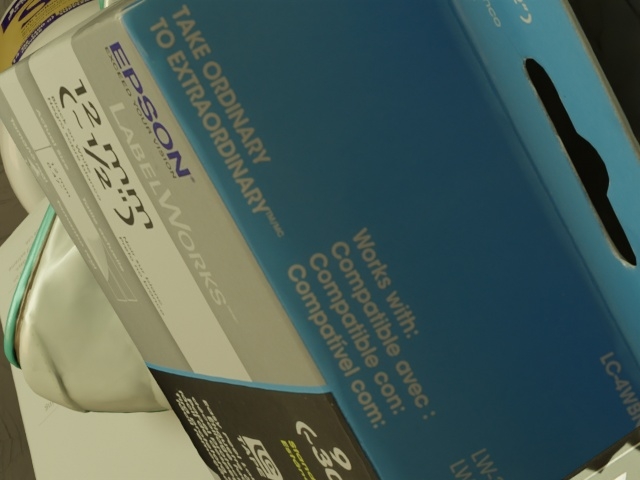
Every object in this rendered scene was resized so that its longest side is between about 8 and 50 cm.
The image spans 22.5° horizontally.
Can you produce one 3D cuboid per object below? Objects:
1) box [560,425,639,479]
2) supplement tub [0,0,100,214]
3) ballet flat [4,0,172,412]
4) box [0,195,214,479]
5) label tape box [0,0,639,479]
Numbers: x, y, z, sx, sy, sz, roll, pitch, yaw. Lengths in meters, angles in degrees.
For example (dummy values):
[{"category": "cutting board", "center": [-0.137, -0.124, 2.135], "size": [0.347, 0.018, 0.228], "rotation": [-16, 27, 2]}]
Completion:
[{"category": "box", "center": [0.112, 0.224, 0.446], "size": [0.242, 0.077, 0.307], "rotation": [-46, 53, 43]}, {"category": "supplement tub", "center": [-0.183, -0.134, 1.486], "size": [0.331, 0.241, 0.241], "rotation": [-128, 26, -67]}, {"category": "ballet flat", "center": [-0.063, -0.090, 0.890], "size": [0.139, 0.139, 0.400], "rotation": [-146, 70, -76]}, {"category": "box", "center": [-0.060, 0.115, 1.053], "size": [0.168, 0.215, 0.345], "rotation": [-44, 46, 25]}, {"category": "label tape box", "center": [0.000, 0.000, 0.659], "size": [0.249, 0.115, 0.348], "rotation": [61, 161, -10]}]
